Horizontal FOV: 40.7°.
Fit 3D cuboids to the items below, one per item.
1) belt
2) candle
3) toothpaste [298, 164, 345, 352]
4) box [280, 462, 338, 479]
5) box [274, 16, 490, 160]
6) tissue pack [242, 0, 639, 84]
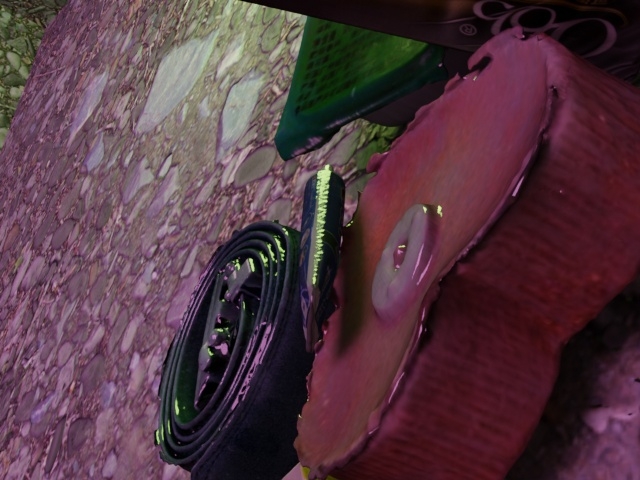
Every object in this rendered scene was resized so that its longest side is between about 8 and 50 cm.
[{"bbox_3d":[-0.058,0.113,0.785,0.206,0.116,0.268,-26,44,50],"label":"belt"},{"bbox_3d":[0.098,0.020,0.611,0.317,0.131,0.287,-61,18,8],"label":"candle"},{"bbox_3d":[0.000,0.000,0.672,0.197,0.034,0.057,-85,-1,-51],"label":"toothpaste"},{"bbox_3d":[-0.002,0.305,0.564,0.168,0.097,0.265,-47,34,25],"label":"box"},{"bbox_3d":[0.097,-0.243,0.835,0.264,0.106,0.337,-18,52,50],"label":"box"},{"bbox_3d":[0.086,-0.268,0.595,0.198,0.369,0.210,86,-159,-65],"label":"tissue pack"}]
